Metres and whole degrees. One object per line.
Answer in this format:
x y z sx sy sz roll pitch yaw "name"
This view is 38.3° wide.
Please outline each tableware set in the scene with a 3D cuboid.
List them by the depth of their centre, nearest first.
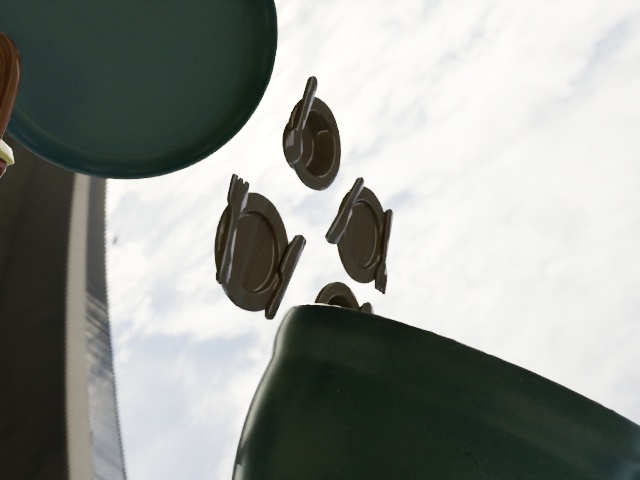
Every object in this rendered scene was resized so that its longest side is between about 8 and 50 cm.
0.000 0.000 0.539 0.020 0.168 0.141 -4 -127 33 "tableware set"

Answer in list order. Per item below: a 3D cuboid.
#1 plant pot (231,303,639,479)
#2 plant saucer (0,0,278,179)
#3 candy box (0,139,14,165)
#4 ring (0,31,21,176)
0.065 0.191 0.520 0.293 0.293 0.196 2 -120 56 "plant pot"
-0.203 -0.217 0.943 0.317 0.318 0.044 -53 -170 -11 "plant saucer"
-0.421 -0.116 0.974 0.105 0.206 0.027 -18 -113 3 "candy box"
-0.347 -0.027 0.740 0.337 0.032 0.336 -27 -137 28 "ring"
